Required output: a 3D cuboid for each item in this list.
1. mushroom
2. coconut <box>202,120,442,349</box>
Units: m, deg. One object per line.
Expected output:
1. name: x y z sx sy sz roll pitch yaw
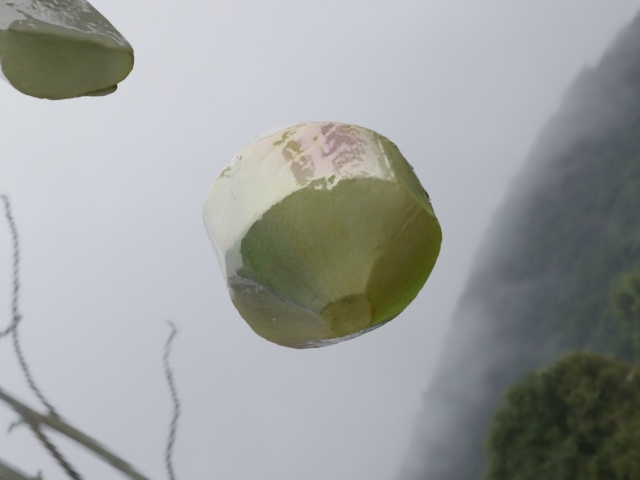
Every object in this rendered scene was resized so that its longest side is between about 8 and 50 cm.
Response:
1. mushroom: -0.397 -0.298 1.670 0.154 0.407 0.137 -26 -41 -30
2. coconut: 0.000 0.000 1.488 0.259 0.259 0.259 -57 -16 -26
